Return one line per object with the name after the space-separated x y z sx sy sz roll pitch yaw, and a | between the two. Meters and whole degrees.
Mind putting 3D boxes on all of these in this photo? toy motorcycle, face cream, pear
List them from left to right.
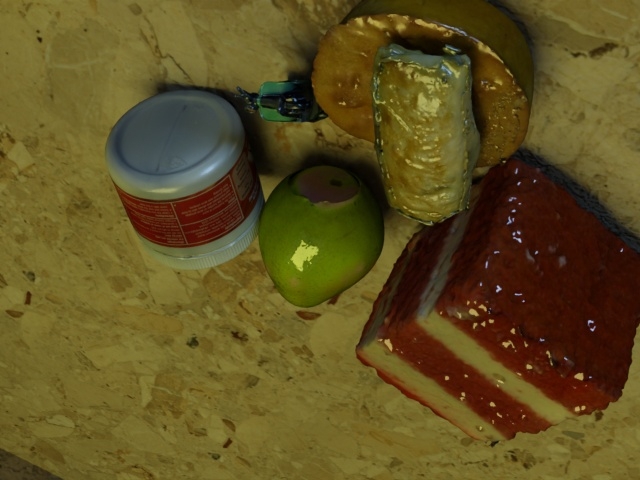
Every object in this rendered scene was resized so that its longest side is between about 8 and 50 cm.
-0.192 -0.090 1.849 0.201 0.201 0.187 10 144 21 | face cream
-0.037 -0.183 1.671 0.100 0.173 0.058 4 102 20 | toy motorcycle
0.000 0.000 1.862 0.187 0.187 0.220 14 131 16 | pear

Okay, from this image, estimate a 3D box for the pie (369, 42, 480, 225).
0.126 -0.125 1.531 0.128 0.068 0.282 11 140 16 | pie

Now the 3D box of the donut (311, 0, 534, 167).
0.134 -0.205 1.573 0.277 0.108 0.278 16 145 12 | donut

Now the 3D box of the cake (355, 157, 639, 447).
0.244 0.090 1.756 0.269 0.270 0.319 37 144 -16 | cake
